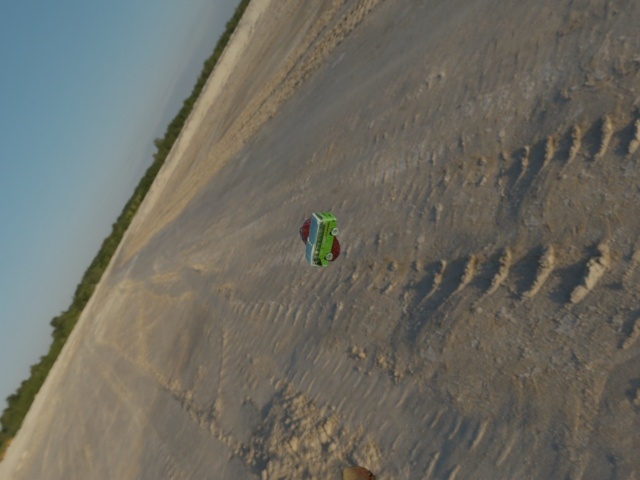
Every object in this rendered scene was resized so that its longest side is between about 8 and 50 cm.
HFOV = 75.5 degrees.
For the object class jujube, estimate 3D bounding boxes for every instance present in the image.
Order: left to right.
[{"bbox_3d":[0.000,0.000,1.044,0.077,0.129,0.077,-31,23,15],"label":"jujube"}]

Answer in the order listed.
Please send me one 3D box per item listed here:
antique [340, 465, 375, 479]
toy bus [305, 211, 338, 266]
[{"bbox_3d":[0.101,0.701,1.037,0.087,0.093,0.310,-95,1,-64],"label":"antique"},{"bbox_3d":[0.001,0.000,0.614,0.031,0.037,0.083,50,136,49],"label":"toy bus"}]
